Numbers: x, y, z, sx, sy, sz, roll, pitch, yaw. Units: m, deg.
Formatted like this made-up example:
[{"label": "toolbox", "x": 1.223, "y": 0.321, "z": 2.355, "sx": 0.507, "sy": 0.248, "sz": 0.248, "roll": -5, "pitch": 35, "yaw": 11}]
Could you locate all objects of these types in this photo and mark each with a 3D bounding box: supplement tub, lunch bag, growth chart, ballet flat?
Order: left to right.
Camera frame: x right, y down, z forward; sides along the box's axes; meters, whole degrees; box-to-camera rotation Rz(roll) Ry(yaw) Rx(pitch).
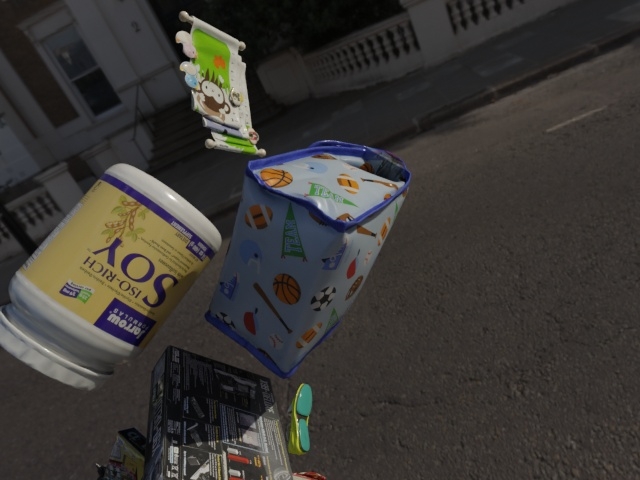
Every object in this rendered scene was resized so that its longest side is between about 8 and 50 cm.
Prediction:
[{"label": "supplement tub", "x": -0.359, "y": 0.060, "z": 0.799, "sx": 0.241, "sy": 0.241, "sz": 0.331, "roll": 12, "pitch": 64, "yaw": 55}, {"label": "growth chart", "x": -0.174, "y": -0.266, "z": 0.812, "sx": 0.021, "sy": 0.237, "sz": 0.172, "roll": -7, "pitch": 4, "yaw": 33}, {"label": "ballet flat", "x": -0.078, "y": 0.595, "z": 1.536, "sx": 0.077, "sy": 0.077, "sz": 0.230, "roll": -28, "pitch": 42, "yaw": 29}, {"label": "lunch bag", "x": 0.000, "y": 0.000, "z": 0.868, "sx": 0.239, "sy": 0.327, "sz": 0.385, "roll": 34, "pitch": 33, "yaw": 19}]

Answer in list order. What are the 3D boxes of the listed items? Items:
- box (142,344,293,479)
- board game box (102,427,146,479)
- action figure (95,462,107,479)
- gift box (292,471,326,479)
[{"label": "box", "x": -0.185, "y": 0.346, "z": 0.838, "sx": 0.076, "sy": 0.243, "sz": 0.307, "roll": -55, "pitch": 28, "yaw": 14}, {"label": "board game box", "x": -0.337, "y": 0.508, "z": 0.904, "sx": 0.243, "sy": 0.165, "sz": 0.042, "roll": 21, "pitch": 4, "yaw": 32}, {"label": "action figure", "x": -0.522, "y": 0.610, "z": 1.005, "sx": 0.141, "sy": 0.164, "sz": 0.275, "roll": -16, "pitch": 7, "yaw": 2}, {"label": "gift box", "x": -0.105, "y": 0.878, "z": 1.495, "sx": 0.255, "sy": 0.276, "sz": 0.258, "roll": 6, "pitch": 51, "yaw": 16}]
